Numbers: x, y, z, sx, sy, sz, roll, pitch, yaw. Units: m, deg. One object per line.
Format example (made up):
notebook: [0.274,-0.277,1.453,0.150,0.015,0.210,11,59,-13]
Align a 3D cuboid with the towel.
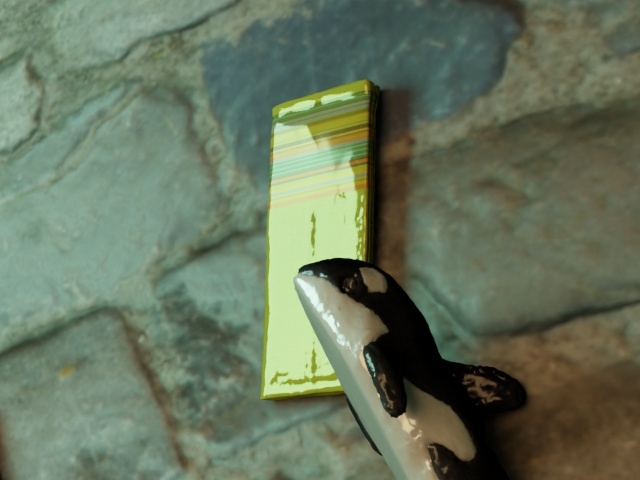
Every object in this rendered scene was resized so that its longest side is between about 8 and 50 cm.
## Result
towel: [0.000,0.000,1.016,0.102,0.021,0.237,-11,70,39]

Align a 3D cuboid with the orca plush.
orca plush: [0.092,0.116,0.861,0.102,0.151,0.287,-27,53,-9]
